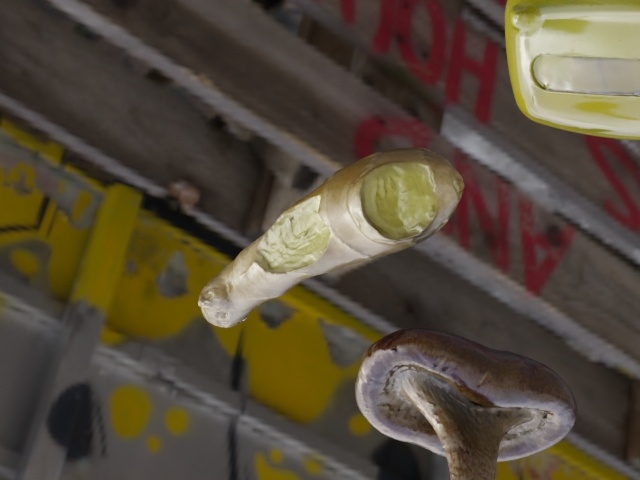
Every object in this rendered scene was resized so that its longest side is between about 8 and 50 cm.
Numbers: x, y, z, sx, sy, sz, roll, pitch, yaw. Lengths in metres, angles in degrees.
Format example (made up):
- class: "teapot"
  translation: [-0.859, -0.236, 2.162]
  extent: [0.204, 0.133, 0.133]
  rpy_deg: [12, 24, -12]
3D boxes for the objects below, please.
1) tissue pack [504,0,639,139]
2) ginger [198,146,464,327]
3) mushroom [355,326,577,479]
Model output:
- class: "tissue pack"
  translation: [0.208, -0.129, 0.914]
  extent: [0.178, 0.127, 0.123]
  rpy_deg: [9, 118, 37]
- class: "ginger"
  translation: [0.000, 0.000, 1.196]
  extent: [0.294, 0.131, 0.086]
  rpy_deg: [-31, 94, 35]
- class: "mushroom"
  translation: [0.142, 0.203, 1.295]
  extent: [0.227, 0.217, 0.148]
  rpy_deg: [13, 134, -16]
